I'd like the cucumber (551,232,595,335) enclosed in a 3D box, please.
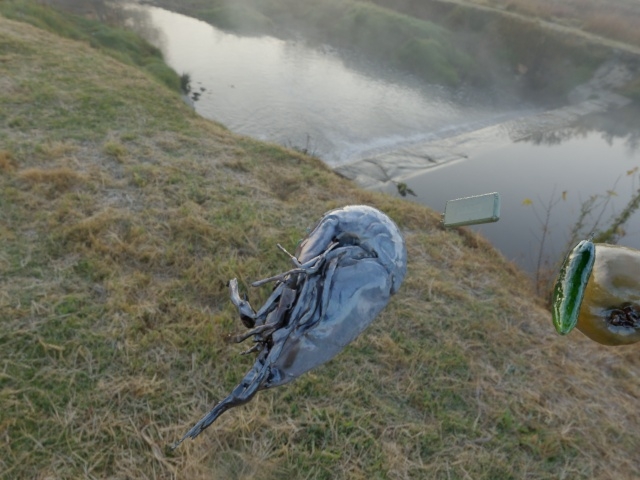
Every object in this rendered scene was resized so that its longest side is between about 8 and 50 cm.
[{"bbox_3d":[0.329,0.055,0.557,0.039,0.039,0.168,25,61,16],"label":"cucumber"}]

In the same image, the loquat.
[{"bbox_3d":[0.558,0.104,0.822,0.176,0.187,0.234,10,21,5],"label":"loquat"}]

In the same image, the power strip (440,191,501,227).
[{"bbox_3d":[0.383,-0.075,1.099,0.028,0.076,0.169,18,-15,-35],"label":"power strip"}]

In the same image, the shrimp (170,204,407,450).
[{"bbox_3d":[-0.034,0.087,0.482,0.343,0.116,0.145,-45,102,-16],"label":"shrimp"}]

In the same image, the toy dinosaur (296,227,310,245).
[{"bbox_3d":[0.000,0.000,0.754,0.062,0.083,0.021,52,24,24],"label":"toy dinosaur"}]
